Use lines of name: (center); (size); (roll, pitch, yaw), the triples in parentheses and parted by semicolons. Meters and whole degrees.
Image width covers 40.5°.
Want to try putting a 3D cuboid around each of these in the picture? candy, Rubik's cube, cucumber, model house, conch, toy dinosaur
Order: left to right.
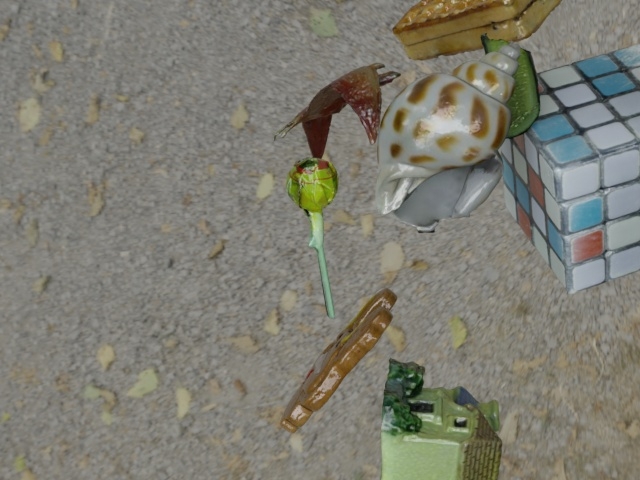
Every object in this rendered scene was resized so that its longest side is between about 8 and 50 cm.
candy: (0.000, 0.000, 0.987); (0.058, 0.062, 0.194); (15, 119, 51)
toy dinosaur: (0.025, -0.184, 1.381); (0.327, 0.206, 0.113); (-24, 96, 51)
model house: (0.196, 0.296, 1.394); (0.189, 0.214, 0.195); (6, 115, 9)
conch: (0.175, -0.148, 1.187); (0.275, 0.183, 0.149); (-38, 43, 32)
cucumber: (0.286, -0.237, 1.281); (0.070, 0.046, 0.220); (-20, 49, 24)
Rubik's cube: (0.440, -0.115, 1.344); (0.259, 0.256, 0.253); (-19, 130, -1)

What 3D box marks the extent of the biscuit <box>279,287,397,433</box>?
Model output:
biscuit: (0.023, 0.202, 1.436); (0.044, 0.186, 0.295); (38, 107, 0)

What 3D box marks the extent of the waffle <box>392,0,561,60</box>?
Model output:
waffle: (0.296, -0.429, 1.573); (0.308, 0.213, 0.091); (4, 135, 54)
